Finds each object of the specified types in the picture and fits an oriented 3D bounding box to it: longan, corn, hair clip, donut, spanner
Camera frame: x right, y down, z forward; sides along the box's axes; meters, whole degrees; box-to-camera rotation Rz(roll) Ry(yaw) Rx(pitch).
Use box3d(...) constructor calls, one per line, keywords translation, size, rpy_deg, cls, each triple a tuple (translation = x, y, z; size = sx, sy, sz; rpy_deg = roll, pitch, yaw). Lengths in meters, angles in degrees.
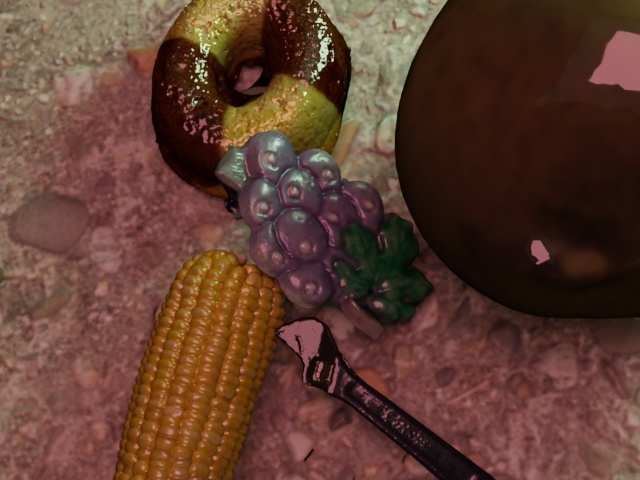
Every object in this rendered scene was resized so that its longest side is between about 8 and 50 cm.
box3d(translation=(0.212, -0.086, 1.190), size=(0.319, 0.319, 0.318), rpy_deg=(-1, 71, 4), cls="longan")
box3d(translation=(-0.096, 0.127, 1.249), size=(0.093, 0.093, 0.244), rpy_deg=(15, 73, 9), cls="corn")
box3d(translation=(-0.001, 0.000, 1.283), size=(0.195, 0.052, 0.124), rpy_deg=(34, 62, -11), cls="hair clip")
box3d(translation=(-0.059, -0.128, 1.345), size=(0.166, 0.073, 0.184), rpy_deg=(22, 73, 14), cls="donut")
box3d(translation=(0.051, 0.128, 1.252), size=(0.208, 0.012, 0.046), rpy_deg=(39, 77, 0), cls="spanner")

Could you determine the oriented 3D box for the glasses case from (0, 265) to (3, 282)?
box3d(translation=(-0.339, 0.079, 1.296), size=(0.102, 0.070, 0.193), rpy_deg=(24, 74, 13), cls="glasses case")
